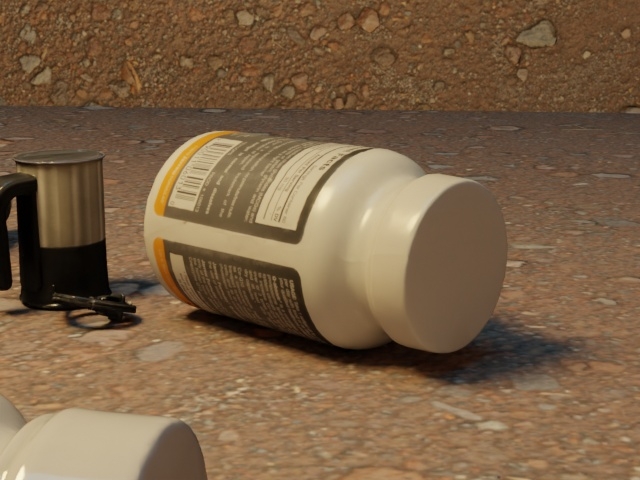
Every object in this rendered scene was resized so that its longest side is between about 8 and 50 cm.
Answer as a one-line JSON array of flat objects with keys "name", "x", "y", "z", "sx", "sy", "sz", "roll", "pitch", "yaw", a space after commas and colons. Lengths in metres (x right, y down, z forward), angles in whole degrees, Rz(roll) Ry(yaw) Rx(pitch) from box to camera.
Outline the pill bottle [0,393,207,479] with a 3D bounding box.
[{"name": "pill bottle", "x": -0.190, "y": 0.123, "z": 0.394, "sx": 0.283, "sy": 0.161, "sz": 0.161, "roll": 2, "pitch": 13, "yaw": 8}]

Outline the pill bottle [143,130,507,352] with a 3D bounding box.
[{"name": "pill bottle", "x": 0.000, "y": 0.000, "z": 0.944, "sx": 0.279, "sy": 0.162, "sz": 0.162, "roll": 12, "pitch": 17, "yaw": 41}]

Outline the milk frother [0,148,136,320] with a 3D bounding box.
[{"name": "milk frother", "x": -0.216, "y": -0.005, "z": 1.026, "sx": 0.143, "sy": 0.134, "sz": 0.129, "roll": 5, "pitch": 14, "yaw": 22}]

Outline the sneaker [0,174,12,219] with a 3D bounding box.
[{"name": "sneaker", "x": -0.414, "y": -0.024, "z": 1.184, "sx": 0.126, "sy": 0.127, "sz": 0.321, "roll": -32, "pitch": -18, "yaw": 11}]
